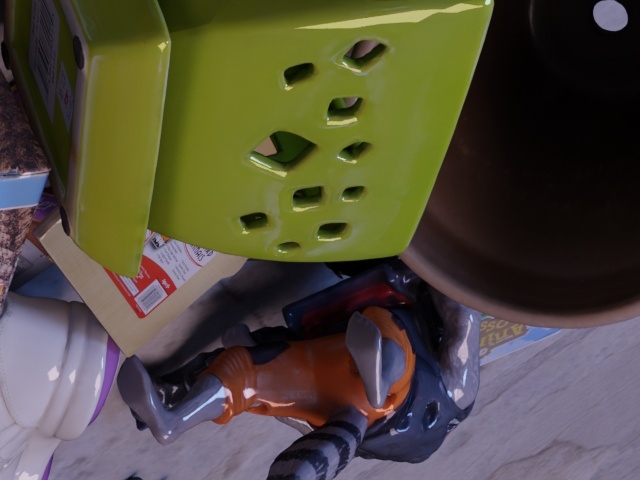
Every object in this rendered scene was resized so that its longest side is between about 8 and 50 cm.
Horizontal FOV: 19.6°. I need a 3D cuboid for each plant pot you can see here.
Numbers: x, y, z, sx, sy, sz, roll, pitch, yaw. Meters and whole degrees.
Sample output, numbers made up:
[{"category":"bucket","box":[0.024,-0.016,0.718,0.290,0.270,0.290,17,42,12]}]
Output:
[{"category":"plant pot","box":[-0.059,-0.123,1.032,0.207,0.227,0.228,-11,146,-19]},{"category":"plant pot","box":[0.170,-0.107,1.216,0.263,0.263,0.229,-55,178,34]}]

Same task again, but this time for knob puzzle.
[{"category":"knob puzzle","box":[-0.089,-0.032,1.213,0.213,0.030,0.213,-31,145,-25]}]

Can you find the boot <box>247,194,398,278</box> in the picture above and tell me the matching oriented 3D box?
[{"category":"boot","box":[0.000,0.000,1.403,0.198,0.077,0.137,-16,151,-22]}]

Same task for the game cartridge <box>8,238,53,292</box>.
[{"category":"game cartridge","box":[-0.220,0.007,1.268,0.056,0.017,0.083,-31,150,6]}]

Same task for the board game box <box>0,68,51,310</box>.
[{"category":"board game box","box":[-0.319,0.020,1.071,0.232,0.141,0.291,-7,142,-34]}]

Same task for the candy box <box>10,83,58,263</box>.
[{"category":"candy box","box":[-0.153,-0.042,1.219,0.109,0.053,0.186,-34,151,1]}]

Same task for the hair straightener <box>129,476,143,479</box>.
[{"category":"hair straightener","box":[-0.229,0.285,1.643,0.230,0.047,0.089,-38,149,20]}]

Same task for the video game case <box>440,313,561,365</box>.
[{"category":"video game case","box":[0.136,0.061,1.653,0.212,0.023,0.193,-21,148,-17]}]

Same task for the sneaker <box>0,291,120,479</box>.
[{"category":"sneaker","box":[-0.257,0.128,1.351,0.152,0.114,0.305,16,135,-19]}]

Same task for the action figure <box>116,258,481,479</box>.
[{"category":"action figure","box":[-0.011,0.127,1.395,0.341,0.178,0.330,-26,165,24]}]
